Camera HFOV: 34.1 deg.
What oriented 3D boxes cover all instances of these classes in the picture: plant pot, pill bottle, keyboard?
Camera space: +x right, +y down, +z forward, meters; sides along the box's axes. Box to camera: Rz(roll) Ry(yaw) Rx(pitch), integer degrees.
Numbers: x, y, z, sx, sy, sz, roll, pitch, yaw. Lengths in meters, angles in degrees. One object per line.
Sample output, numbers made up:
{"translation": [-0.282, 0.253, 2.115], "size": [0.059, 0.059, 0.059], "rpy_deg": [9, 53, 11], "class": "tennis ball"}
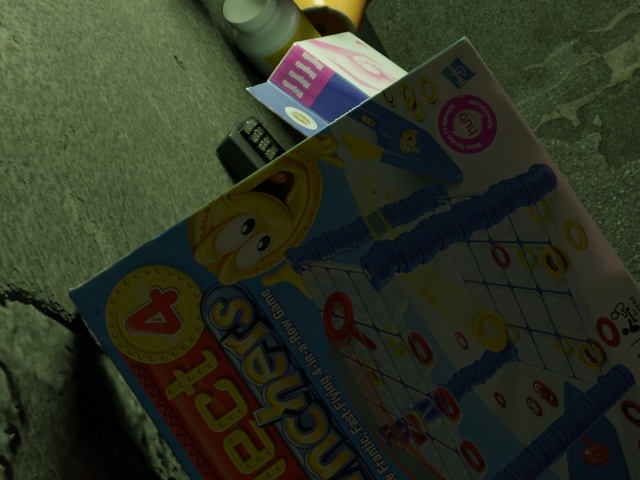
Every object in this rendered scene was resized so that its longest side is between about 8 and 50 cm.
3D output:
{"translation": [0.003, -0.432, 1.855], "size": [0.205, 0.205, 0.188], "rpy_deg": [47, 34, -44], "class": "plant pot"}
{"translation": [-0.060, -0.285, 1.484], "size": [0.184, 0.103, 0.103], "rpy_deg": [44, 22, -52], "class": "pill bottle"}
{"translation": [0.000, 0.000, 1.174], "size": [0.317, 0.033, 0.201], "rpy_deg": [48, 26, -11], "class": "keyboard"}

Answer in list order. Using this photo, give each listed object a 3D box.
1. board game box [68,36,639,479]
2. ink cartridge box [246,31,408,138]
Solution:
{"translation": [0.050, 0.079, 0.675], "size": [0.308, 0.302, 0.086], "rpy_deg": [55, -12, 2], "class": "board game box"}
{"translation": [0.104, -0.143, 1.327], "size": [0.324, 0.071, 0.330], "rpy_deg": [36, 21, 5], "class": "ink cartridge box"}
